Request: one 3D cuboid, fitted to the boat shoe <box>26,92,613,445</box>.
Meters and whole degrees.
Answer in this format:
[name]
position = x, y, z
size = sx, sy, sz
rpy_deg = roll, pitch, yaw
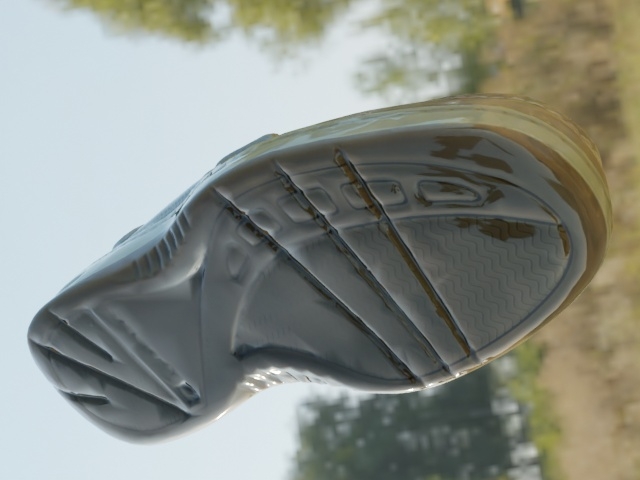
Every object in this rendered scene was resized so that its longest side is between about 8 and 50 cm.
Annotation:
[boat shoe]
position = 0.000, 0.000, 0.731
size = 0.109, 0.302, 0.098
rpy_deg = 50, -130, -13
